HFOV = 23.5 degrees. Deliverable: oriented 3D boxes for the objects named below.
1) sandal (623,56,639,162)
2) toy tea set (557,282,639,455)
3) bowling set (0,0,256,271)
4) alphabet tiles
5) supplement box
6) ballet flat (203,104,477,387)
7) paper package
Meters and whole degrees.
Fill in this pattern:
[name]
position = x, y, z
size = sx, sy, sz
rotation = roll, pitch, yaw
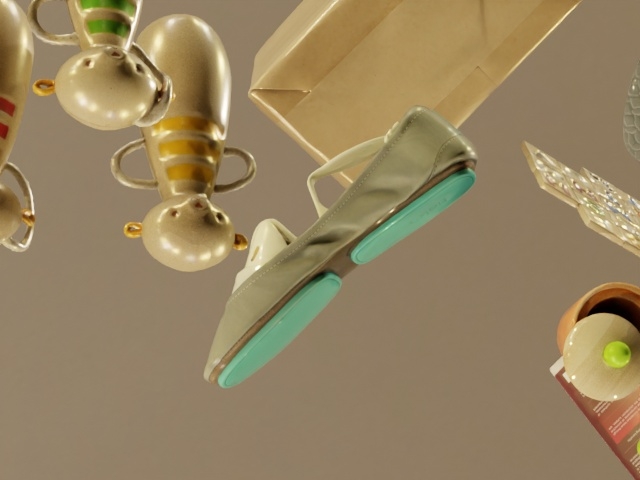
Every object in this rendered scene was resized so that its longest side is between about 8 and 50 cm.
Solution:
[sandal]
position = 0.269, -0.138, 0.864
size = 0.254, 0.097, 0.054
rotation = -55, -38, 4
[toy tea set]
position = 0.344, 0.102, 1.149
size = 0.336, 0.124, 0.200
rotation = -5, -97, -12
[bowling set]
position = -0.161, -0.095, 0.743
size = 0.287, 0.200, 0.154
rotation = 2, -120, -12
[alphabet tiles]
position = 0.293, -0.015, 1.430
size = 0.237, 0.009, 0.198
rotation = 30, -162, -13
[supplement box]
position = 0.374, 0.187, 1.688
size = 0.073, 0.130, 0.239
rotation = 27, -158, -46
[ballet flat]
position = 0.000, 0.000, 0.931
size = 0.213, 0.072, 0.068
rotation = -40, -107, -1
[paper package]
position = 0.085, -0.215, 1.538
size = 0.168, 0.325, 0.309
rotation = 43, -81, -10
